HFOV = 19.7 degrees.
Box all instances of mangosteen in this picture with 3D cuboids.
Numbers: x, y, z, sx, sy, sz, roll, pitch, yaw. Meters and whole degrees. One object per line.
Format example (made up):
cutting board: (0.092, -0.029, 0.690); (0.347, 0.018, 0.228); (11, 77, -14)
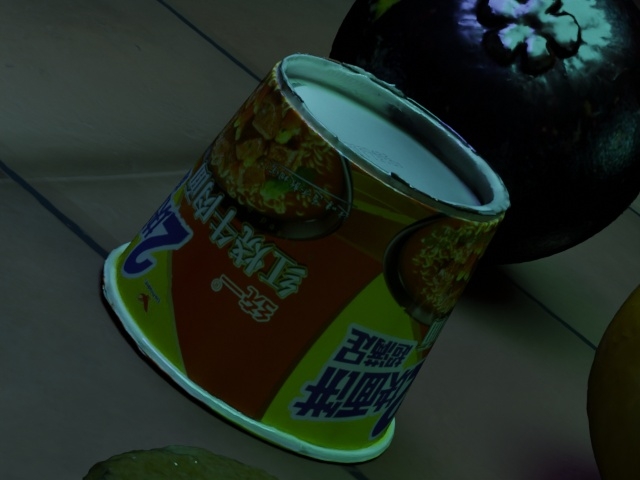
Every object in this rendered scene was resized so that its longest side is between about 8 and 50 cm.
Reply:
mangosteen: (0.138, -0.109, 1.497); (0.288, 0.288, 0.288); (29, 19, -11)

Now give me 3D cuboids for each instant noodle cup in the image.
instant noodle cup: (0.000, 0.000, 1.106); (0.213, 0.174, 0.213); (29, 20, -12)

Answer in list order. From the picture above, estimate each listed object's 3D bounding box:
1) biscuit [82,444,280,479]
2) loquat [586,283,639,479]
biscuit: (-0.022, 0.175, 0.843); (0.226, 0.042, 0.226); (30, 17, -10)
loquat: (0.299, 0.120, 1.182); (0.263, 0.263, 0.263); (29, 19, -11)
